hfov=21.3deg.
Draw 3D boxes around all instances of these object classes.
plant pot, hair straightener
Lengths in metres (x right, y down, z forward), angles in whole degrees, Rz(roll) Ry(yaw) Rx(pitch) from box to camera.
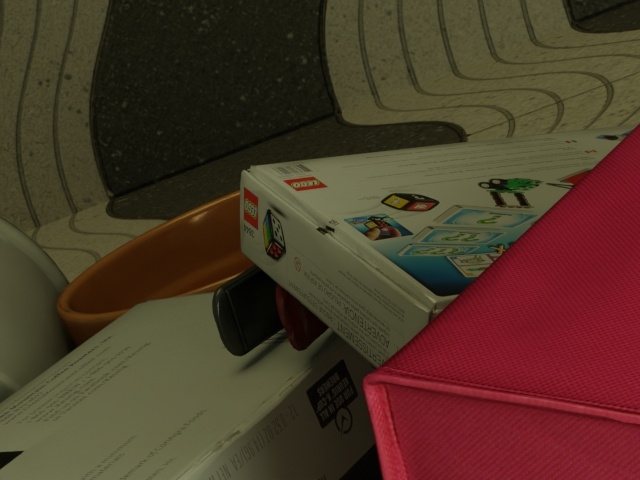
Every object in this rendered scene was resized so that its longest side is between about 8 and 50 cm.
[{"bbox_3d":[-0.035,0.083,1.336,0.291,0.203,0.291,-20,14,5],"label":"plant pot"},{"bbox_3d":[0.000,0.000,0.960,0.089,0.047,0.230,-9,22,31],"label":"hair straightener"}]

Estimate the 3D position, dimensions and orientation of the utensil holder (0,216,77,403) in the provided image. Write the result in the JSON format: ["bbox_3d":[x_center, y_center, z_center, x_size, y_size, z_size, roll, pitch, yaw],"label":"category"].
[{"bbox_3d":[-0.327,0.159,1.271,0.328,0.327,0.385,-23,17,-3],"label":"utensil holder"}]

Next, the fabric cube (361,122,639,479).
[{"bbox_3d":[0.205,0.107,0.602,0.254,0.259,0.258,7,31,34],"label":"fabric cube"}]

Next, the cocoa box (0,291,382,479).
[{"bbox_3d":[-0.081,0.195,0.921,0.231,0.228,0.347,-8,19,37],"label":"cocoa box"}]

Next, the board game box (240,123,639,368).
[{"bbox_3d":[0.137,-0.001,0.847,0.305,0.053,0.193,-7,24,-25],"label":"board game box"}]
